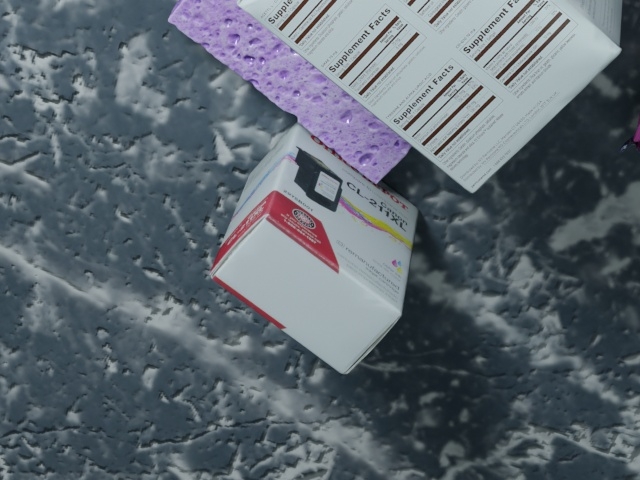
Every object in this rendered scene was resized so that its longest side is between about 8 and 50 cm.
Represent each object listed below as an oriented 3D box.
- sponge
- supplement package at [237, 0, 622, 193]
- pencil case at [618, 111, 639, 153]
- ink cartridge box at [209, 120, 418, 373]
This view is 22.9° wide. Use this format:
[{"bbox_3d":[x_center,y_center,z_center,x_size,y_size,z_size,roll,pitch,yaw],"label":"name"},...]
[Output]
[{"bbox_3d":[-0.001,-0.146,1.192,0.210,0.031,0.117,37,125,-12],"label":"sponge"},{"bbox_3d":[0.082,-0.180,1.067,0.203,0.194,0.149,38,120,-11],"label":"supplement package"},{"bbox_3d":[0.340,-0.065,1.143,0.236,0.104,0.104,20,121,-2],"label":"pencil case"},{"bbox_3d":[0.000,0.000,1.198,0.127,0.175,0.072,36,117,-11],"label":"ink cartridge box"}]
